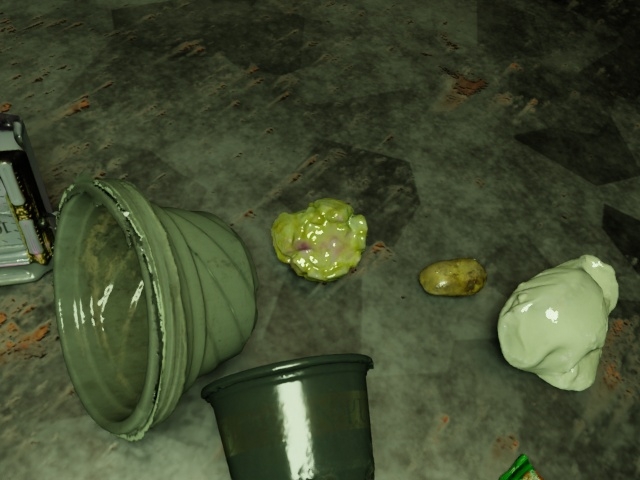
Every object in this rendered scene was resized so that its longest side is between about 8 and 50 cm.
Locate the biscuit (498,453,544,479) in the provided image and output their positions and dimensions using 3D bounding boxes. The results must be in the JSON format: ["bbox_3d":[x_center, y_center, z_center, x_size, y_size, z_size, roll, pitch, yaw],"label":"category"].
[{"bbox_3d":[0.216,0.256,0.546,0.046,0.016,0.089,-28,63,-27],"label":"biscuit"}]

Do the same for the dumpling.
[{"bbox_3d":[0.273,0.103,0.636,0.169,0.100,0.134,-30,101,-47],"label":"dumpling"}]

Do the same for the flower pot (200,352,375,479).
[{"bbox_3d":[-0.021,0.170,0.494,0.157,0.157,0.107,-4,67,-13],"label":"flower pot"}]

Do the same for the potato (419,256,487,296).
[{"bbox_3d":[0.160,0.045,0.678,0.083,0.040,0.051,-6,32,-8],"label":"potato"}]

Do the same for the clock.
[{"bbox_3d":[-0.393,-0.034,0.549,0.253,0.186,0.083,-6,50,-15],"label":"clock"}]

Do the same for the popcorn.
[{"bbox_3d":[-0.002,0.000,0.659,0.109,0.089,0.097,-6,90,-4],"label":"popcorn"}]

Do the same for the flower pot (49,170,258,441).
[{"bbox_3d":[-0.150,0.053,0.531,0.140,0.235,0.235,-9,52,-44],"label":"flower pot"}]
